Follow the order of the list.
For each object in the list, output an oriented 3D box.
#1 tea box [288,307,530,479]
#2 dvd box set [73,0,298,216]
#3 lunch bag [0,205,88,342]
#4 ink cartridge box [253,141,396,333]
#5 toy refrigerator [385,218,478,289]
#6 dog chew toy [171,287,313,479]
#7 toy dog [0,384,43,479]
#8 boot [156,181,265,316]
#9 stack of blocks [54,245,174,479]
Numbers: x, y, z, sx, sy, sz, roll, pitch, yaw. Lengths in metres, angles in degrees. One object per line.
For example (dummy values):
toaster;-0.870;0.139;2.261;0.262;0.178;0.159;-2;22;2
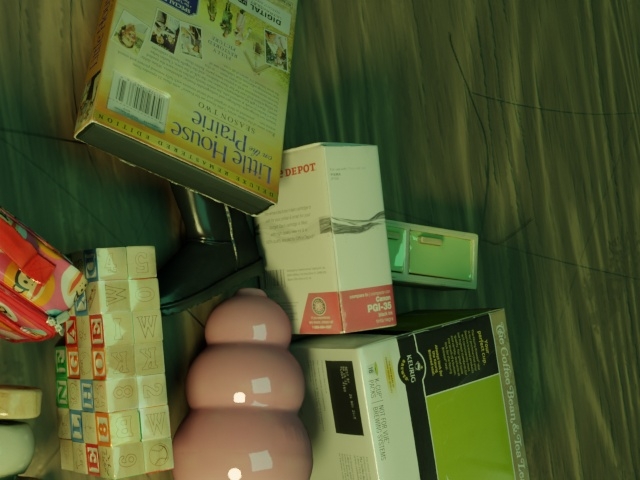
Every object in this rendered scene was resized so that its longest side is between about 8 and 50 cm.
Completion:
tea box;0.141;0.297;1.666;0.324;0.220;0.329;-9;92;-36
dvd box set;-0.179;-0.275;1.511;0.308;0.062;0.420;23;57;-32
lunch bag;-0.429;0.008;1.247;0.293;0.258;0.120;41;63;-26
ink cartridge box;0.000;0.000;1.595;0.117;0.207;0.283;-5;89;-38
toy refrigerator;0.149;0.025;1.774;0.270;0.094;0.102;8;81;-35
dog chew toy;-0.110;0.234;1.508;0.207;0.207;0.331;14;70;-35
toy dog;-0.496;0.248;1.273;0.334;0.161;0.220;25;74;-17
boot;-0.198;-0.015;1.519;0.246;0.094;0.207;-25;104;-42
stack of blocks;-0.288;0.162;1.392;0.087;0.171;0.297;-3;87;-37
